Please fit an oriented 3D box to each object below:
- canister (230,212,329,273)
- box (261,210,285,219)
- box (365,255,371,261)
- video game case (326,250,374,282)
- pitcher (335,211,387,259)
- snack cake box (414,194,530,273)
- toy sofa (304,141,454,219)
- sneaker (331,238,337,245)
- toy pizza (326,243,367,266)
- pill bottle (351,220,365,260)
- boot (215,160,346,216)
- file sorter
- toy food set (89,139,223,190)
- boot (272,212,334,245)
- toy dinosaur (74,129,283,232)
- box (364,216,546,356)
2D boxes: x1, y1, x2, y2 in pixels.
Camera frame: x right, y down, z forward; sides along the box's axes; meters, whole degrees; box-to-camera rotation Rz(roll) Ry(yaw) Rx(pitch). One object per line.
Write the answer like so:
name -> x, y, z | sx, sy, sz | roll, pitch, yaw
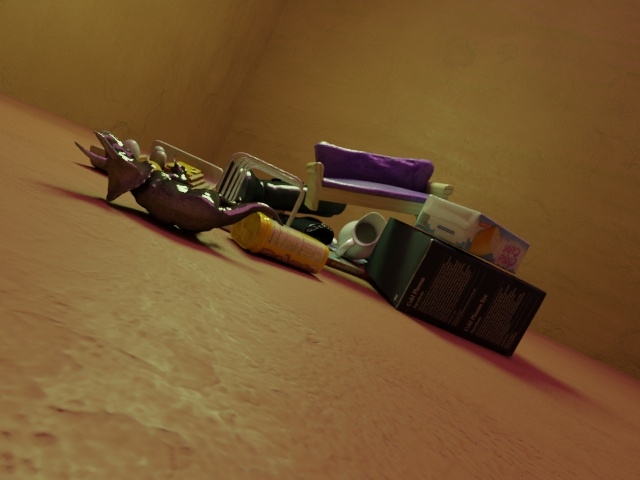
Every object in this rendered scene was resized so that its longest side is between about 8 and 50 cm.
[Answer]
canister -> -0.080, 0.002, 0.843 | 0.170, 0.073, 0.126 | 24, 3, -33
box -> -0.227, -0.149, 1.649 | 0.171, 0.129, 0.091 | 22, 5, -32
box -> 0.245, 0.058, 1.430 | 0.093, 0.156, 0.158 | 59, 1, -5
video game case -> 0.028, 0.051, 1.255 | 0.285, 0.025, 0.204 | 22, 4, -33
pitcher -> 0.104, 0.006, 1.307 | 0.125, 0.178, 0.207 | 56, -15, 5
snack cake box -> 0.374, -0.013, 1.020 | 0.265, 0.089, 0.152 | 20, 8, -39
toy sofa -> 0.146, -0.147, 1.088 | 0.363, 0.176, 0.150 | 8, 10, -10
sneaker -> 0.000, 0.000, 1.700 | 0.152, 0.053, 0.061 | 20, 9, 37
toy pizza -> 0.084, 0.055, 1.544 | 0.202, 0.032, 0.201 | 25, 4, -2
pill bottle -> 0.244, 0.041, 1.649 | 0.319, 0.176, 0.176 | 27, 4, 29
boot -> -0.109, -0.152, 1.436 | 0.446, 0.146, 0.367 | 10, 4, -23
file sorter -> -0.148, -0.097, 1.048 | 0.193, 0.172, 0.277 | 25, 3, -4
toy food set -> -0.396, -0.195, 1.064 | 0.220, 0.092, 0.306 | 24, 18, -1
boot -> -0.023, -0.026, 1.459 | 0.247, 0.094, 0.207 | 12, 8, -45
toy dinosaur -> -0.222, -0.058, 0.682 | 0.314, 0.120, 0.160 | 29, 15, 0
box -> 0.320, 0.100, 1.083 | 0.313, 0.178, 0.343 | 23, 8, -11
